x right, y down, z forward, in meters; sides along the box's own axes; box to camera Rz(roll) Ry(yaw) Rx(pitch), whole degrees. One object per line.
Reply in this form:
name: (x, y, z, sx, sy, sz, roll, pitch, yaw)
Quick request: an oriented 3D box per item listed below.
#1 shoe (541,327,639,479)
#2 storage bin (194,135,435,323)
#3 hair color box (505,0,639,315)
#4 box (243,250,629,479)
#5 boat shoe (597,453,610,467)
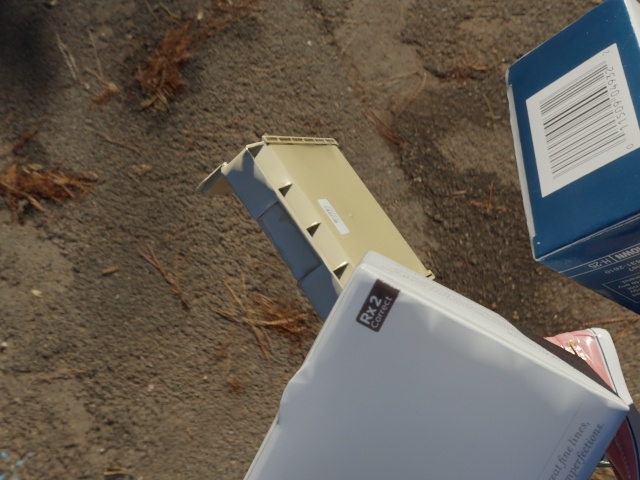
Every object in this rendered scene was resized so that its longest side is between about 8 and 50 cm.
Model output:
shoe: (0.272, 0.175, 0.700, 0.081, 0.063, 0.178, -7, 58, 0)
storage bin: (0.000, 0.000, 0.923, 0.123, 0.260, 0.262, -39, 80, 24)
hair color box: (0.300, -0.018, 0.534, 0.105, 0.347, 0.173, -32, 46, 43)
box: (0.067, 0.127, 0.463, 0.182, 0.119, 0.181, 28, 98, 5)
boat shoe: (0.404, 0.304, 1.186, 0.319, 0.099, 0.116, 35, 90, -6)
